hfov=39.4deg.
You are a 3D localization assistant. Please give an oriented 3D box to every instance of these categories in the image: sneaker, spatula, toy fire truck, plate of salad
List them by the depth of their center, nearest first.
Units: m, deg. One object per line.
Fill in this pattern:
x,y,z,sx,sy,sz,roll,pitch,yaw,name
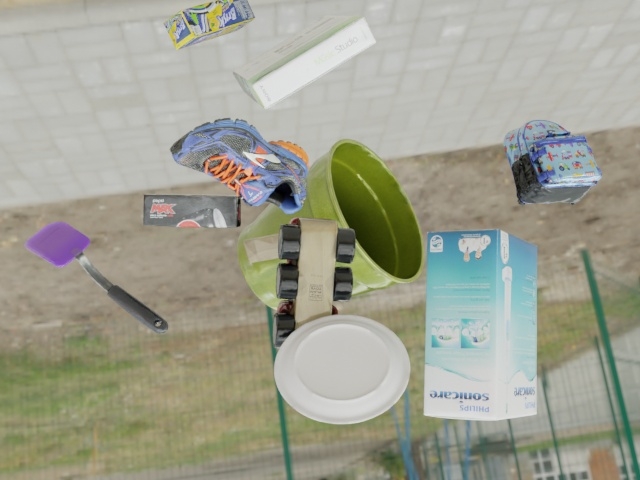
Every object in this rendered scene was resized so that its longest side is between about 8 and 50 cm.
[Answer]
-0.090,-0.090,1.121,0.221,0.087,0.083,11,147,-43,sneaker
0.032,0.191,1.317,0.199,0.200,0.048,-7,135,-4,plate of salad
-0.045,0.066,1.498,0.158,0.217,0.246,3,-176,-9,toy fire truck
-0.381,0.067,1.562,0.084,0.296,0.030,-48,173,-34,spatula

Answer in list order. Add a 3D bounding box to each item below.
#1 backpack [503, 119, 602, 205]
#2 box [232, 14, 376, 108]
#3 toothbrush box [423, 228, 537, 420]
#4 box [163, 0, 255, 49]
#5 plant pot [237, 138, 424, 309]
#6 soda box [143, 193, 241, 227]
0.446,-0.165,1.748,0.158,0.173,0.117,-2,153,-23,backpack
-0.041,-0.344,1.691,0.232,0.058,0.322,-32,-163,-2,box
0.268,0.141,1.471,0.126,0.296,0.216,-3,172,29,toothbrush box
-0.197,-0.394,1.604,0.059,0.054,0.169,-21,-172,43,box
0.000,0.000,2.148,0.353,0.366,0.366,-28,155,29,plant pot
-0.227,-0.053,1.591,0.169,0.060,0.053,1,-177,3,soda box
